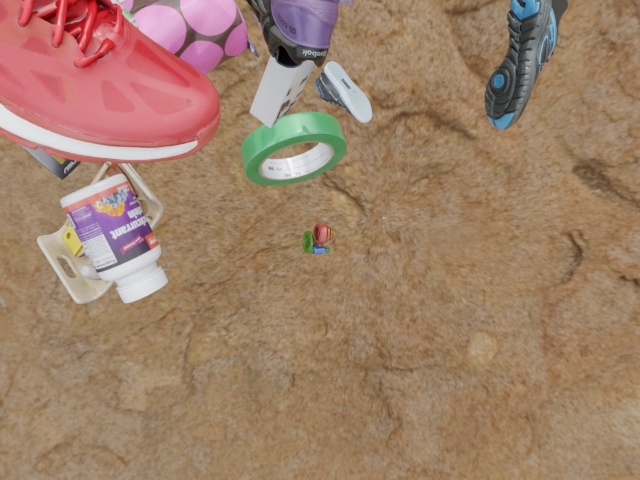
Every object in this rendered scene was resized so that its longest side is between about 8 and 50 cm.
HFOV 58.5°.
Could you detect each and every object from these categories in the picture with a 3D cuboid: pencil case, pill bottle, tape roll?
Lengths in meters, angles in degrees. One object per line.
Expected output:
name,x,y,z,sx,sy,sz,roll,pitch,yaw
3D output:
pencil case,-0.171,-0.178,0.554,0.209,0.098,0.095,-30,76,-14
pill bottle,-0.327,-0.001,0.928,0.108,0.108,0.193,-22,102,7
tape roll,-0.081,-0.272,1.743,0.321,0.321,0.077,-18,73,7

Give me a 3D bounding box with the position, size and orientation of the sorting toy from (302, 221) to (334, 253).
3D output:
sorting toy,0.000,0.000,1.214,0.042,0.102,0.061,0,71,-27

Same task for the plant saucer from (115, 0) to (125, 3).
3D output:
plant saucer,-0.526,-0.506,1.403,0.401,0.100,0.400,-1,110,-2

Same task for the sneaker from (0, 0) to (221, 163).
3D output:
sneaker,-0.142,-0.120,0.267,0.221,0.128,0.087,15,52,-19

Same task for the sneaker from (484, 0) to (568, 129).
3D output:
sneaker,0.512,-0.435,1.401,0.140,0.125,0.340,-9,125,-32

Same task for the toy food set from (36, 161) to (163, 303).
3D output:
toy food set,-0.498,-0.045,1.258,0.220,0.092,0.306,46,105,24

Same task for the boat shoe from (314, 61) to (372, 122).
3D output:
boat shoe,0.059,-0.370,1.487,0.065,0.083,0.183,-32,86,-36

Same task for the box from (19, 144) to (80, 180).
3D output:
box,-0.444,-0.198,0.764,0.231,0.183,0.056,38,79,9

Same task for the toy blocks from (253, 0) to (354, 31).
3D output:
toy blocks,-0.018,-0.689,1.663,0.309,0.288,0.260,9,126,13

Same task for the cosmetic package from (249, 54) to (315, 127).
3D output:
cosmetic package,-0.056,-0.325,1.079,0.060,0.239,0.099,37,55,0

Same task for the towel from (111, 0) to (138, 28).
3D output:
towel,-0.210,-0.179,0.415,0.152,0.023,0.113,46,131,-12

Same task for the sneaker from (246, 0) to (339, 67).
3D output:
sneaker,-0.062,-0.323,0.838,0.107,0.283,0.124,-1,114,-22
